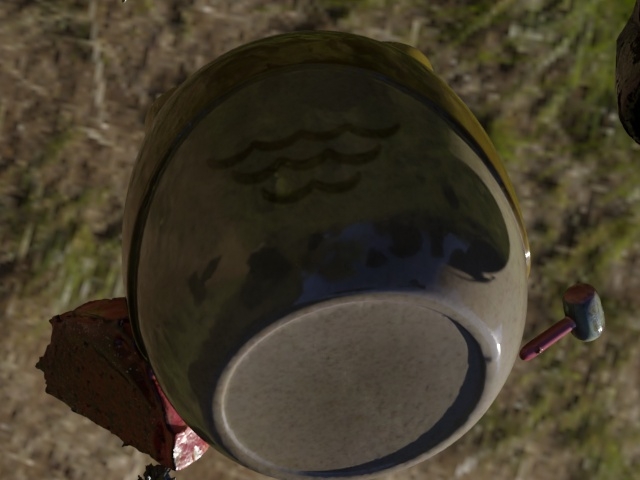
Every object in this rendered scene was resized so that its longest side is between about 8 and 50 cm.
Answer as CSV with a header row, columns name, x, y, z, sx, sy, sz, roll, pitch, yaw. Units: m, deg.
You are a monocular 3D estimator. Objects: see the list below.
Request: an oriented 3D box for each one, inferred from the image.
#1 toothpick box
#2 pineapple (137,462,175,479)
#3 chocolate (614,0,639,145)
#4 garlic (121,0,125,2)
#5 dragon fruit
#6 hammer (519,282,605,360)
name,x,y,z,sx,sy,sz,roll,pitch,yaw
toothpick box,0.000,0.000,1.764,0.409,0.409,0.425,60,13,-45
pineapple,-0.196,0.284,1.910,0.124,0.058,0.058,-75,166,-70
chocolate,0.246,-0.105,1.104,0.080,0.125,0.148,-56,168,-53
garlic,-0.070,-0.211,1.120,0.066,0.084,0.152,50,43,-59
dragon fruit,-0.212,0.151,1.998,0.189,0.262,0.163,15,94,-51
hammer,0.194,0.072,1.407,0.083,0.031,0.052,-33,126,-16
